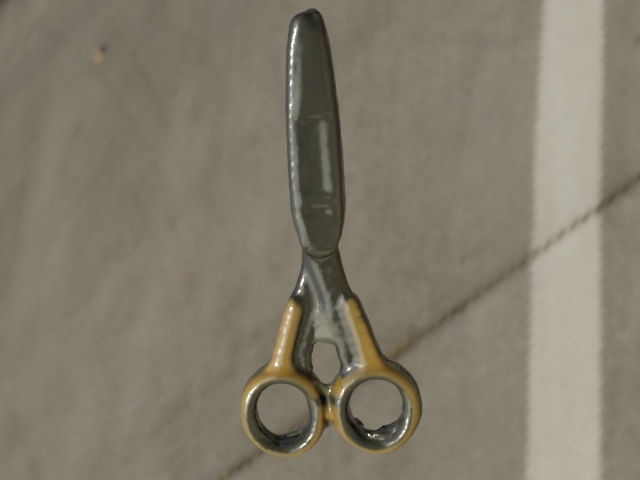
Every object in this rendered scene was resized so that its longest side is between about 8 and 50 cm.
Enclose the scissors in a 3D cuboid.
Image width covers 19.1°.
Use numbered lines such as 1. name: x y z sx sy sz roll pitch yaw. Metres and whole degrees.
1. scissors: 0.000 0.000 0.890 0.017 0.088 0.220 -83 -10 -69
